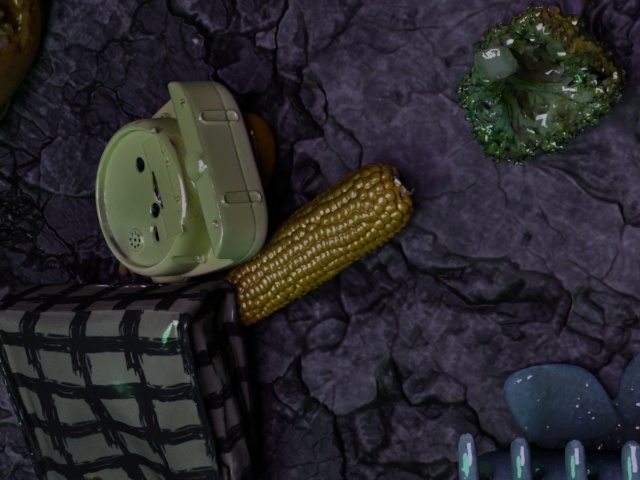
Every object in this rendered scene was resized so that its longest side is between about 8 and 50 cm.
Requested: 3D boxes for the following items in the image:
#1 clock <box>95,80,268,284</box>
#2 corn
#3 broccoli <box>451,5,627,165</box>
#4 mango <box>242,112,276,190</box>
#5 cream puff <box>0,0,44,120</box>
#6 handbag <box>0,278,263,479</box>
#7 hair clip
[{"bbox_3d":[-0.204,-0.053,1.634,0.308,0.096,0.235,-27,77,45],"label":"clock"},{"bbox_3d":[0.000,0.000,1.584,0.310,0.101,0.101,-35,79,26],"label":"corn"},{"bbox_3d":[0.233,-0.180,1.425,0.219,0.194,0.194,2,94,29],"label":"broccoli"},{"bbox_3d":[-0.096,-0.109,1.636,0.080,0.060,0.114,10,98,23],"label":"mango"},{"bbox_3d":[-0.536,-0.301,1.697,0.231,0.327,0.343,21,139,18],"label":"cream puff"},{"bbox_3d":[-0.243,0.214,1.635,0.325,0.162,0.327,-1,108,27],"label":"handbag"},{"bbox_3d":[0.328,0.284,1.388,0.318,0.238,0.392,-1,93,25],"label":"hair clip"}]
